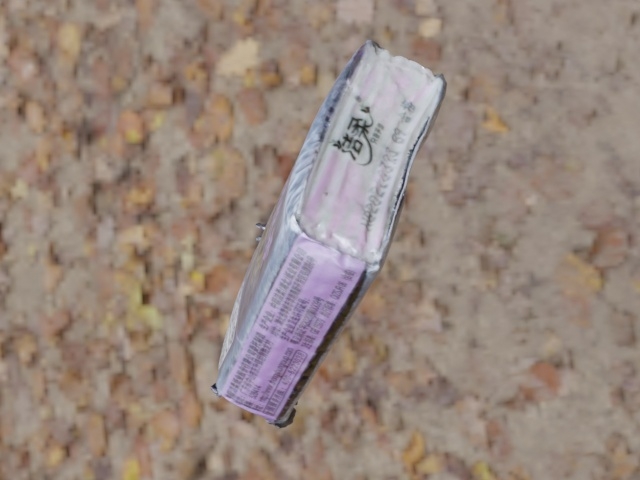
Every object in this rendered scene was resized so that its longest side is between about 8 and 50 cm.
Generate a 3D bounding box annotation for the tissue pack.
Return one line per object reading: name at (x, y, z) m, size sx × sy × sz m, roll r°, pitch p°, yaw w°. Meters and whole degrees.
tissue pack at (0.000, 0.000, 1.609) m, size 0.361 × 0.122 × 0.259 m, roll 120°, pitch 171°, yaw -54°
